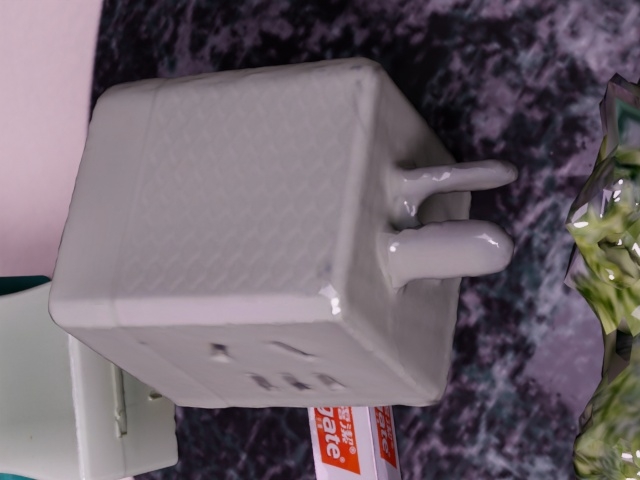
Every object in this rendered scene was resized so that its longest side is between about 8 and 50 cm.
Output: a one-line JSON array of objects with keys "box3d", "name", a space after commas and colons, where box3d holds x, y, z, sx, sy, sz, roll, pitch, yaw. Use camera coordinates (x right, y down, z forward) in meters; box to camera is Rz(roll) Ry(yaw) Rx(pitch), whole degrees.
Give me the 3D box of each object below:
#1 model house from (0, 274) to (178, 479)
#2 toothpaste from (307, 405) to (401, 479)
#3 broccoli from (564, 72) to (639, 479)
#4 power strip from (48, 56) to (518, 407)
[{"box3d": [-0.173, 0.083, 0.883, 0.149, 0.100, 0.127, -6, 87, 25], "name": "model house"}, {"box3d": [0.022, 0.156, 0.819, 0.047, 0.040, 0.196, -9, 86, 25], "name": "toothpaste"}, {"box3d": [0.257, 0.061, 0.577, 0.249, 0.302, 0.375, -20, 67, -18], "name": "broccoli"}, {"box3d": [0.000, 0.000, 0.754, 0.224, 0.140, 0.139, -2, 63, 26], "name": "power strip"}]
